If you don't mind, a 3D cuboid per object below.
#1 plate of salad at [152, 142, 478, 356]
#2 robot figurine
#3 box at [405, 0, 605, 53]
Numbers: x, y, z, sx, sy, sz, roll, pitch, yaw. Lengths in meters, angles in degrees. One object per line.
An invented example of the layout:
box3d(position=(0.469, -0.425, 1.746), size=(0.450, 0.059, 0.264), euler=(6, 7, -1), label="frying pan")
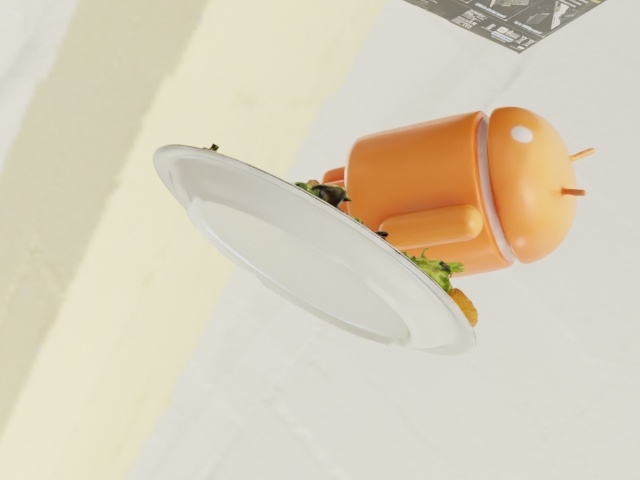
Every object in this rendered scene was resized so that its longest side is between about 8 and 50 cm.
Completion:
box3d(position=(0.000, 0.000, 0.798), size=(0.200, 0.200, 0.048), euler=(18, -109, 44), label="plate of salad")
box3d(position=(0.103, -0.035, 1.161), size=(0.219, 0.158, 0.128), euler=(-10, -112, 20), label="robot figurine")
box3d(position=(0.158, -0.270, 1.175), size=(0.242, 0.307, 0.076), euler=(-31, -117, 34), label="box")
